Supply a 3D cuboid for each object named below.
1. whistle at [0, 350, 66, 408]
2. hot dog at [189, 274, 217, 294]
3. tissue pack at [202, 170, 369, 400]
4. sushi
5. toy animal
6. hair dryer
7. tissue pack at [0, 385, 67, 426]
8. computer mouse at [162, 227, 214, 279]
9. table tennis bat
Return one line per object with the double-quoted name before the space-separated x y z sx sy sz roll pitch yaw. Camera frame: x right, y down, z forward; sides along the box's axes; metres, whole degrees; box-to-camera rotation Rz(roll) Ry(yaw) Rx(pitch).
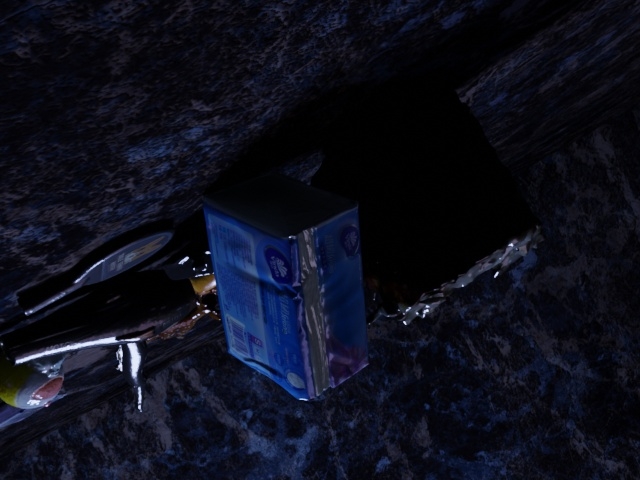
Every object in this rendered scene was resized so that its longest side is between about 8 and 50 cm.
"whistle" -0.464 0.203 1.438 0.223 0.123 0.123 -48 166 22
"hot dog" -0.155 0.040 1.619 0.249 0.076 0.102 -35 175 31
"tissue pack" -0.044 0.059 1.210 0.146 0.264 0.198 -26 -146 -35
"sushi" 0.152 -0.052 1.291 0.281 0.294 0.299 -33 171 24
"toy animal" -0.326 0.186 1.954 0.243 0.087 0.260 -27 176 -30
"hair dryer" -0.349 0.206 1.439 0.303 0.120 0.360 -23 143 -23
"tissue pack" -0.693 0.385 2.035 0.156 0.051 0.112 -31 172 21
"computer mouse" -0.154 0.012 1.383 0.147 0.088 0.264 -13 -179 13
"table tennis bat" -0.309 0.038 1.208 0.236 0.027 0.150 -29 174 -21
